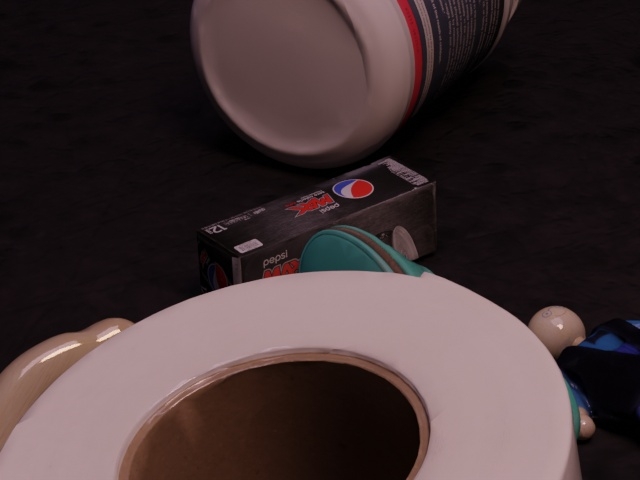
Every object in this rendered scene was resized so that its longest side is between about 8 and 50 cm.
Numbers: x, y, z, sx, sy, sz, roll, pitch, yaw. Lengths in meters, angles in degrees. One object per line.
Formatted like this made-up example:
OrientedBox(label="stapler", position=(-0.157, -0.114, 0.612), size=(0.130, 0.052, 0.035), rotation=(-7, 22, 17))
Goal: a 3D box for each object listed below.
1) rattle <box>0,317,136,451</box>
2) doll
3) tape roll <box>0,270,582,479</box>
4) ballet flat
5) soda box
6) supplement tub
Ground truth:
OrientedBox(label="rattle", position=(-0.167, 0.130, 0.908), size=(0.199, 0.130, 0.143), rotation=(-46, 35, -18))
OrientedBox(label="doll", position=(0.201, 0.081, 1.000), size=(0.129, 0.046, 0.189), rotation=(-35, 36, -31))
OrientedBox(label="tape roll", position=(-0.003, 0.149, 0.719), size=(0.246, 0.169, 0.246), rotation=(-9, 32, 6))
OrientedBox(label="ballet flat", position=(0.073, 0.068, 1.014), size=(0.087, 0.083, 0.247), rotation=(10, 20, -33))
OrientedBox(label="soda box", position=(0.000, 0.000, 1.141), size=(0.169, 0.060, 0.053), rotation=(-21, 33, -31))
OrientedBox(label="supplement tub", position=(0.039, -0.190, 1.349), size=(0.191, 0.191, 0.272), rotation=(15, 33, 26))
